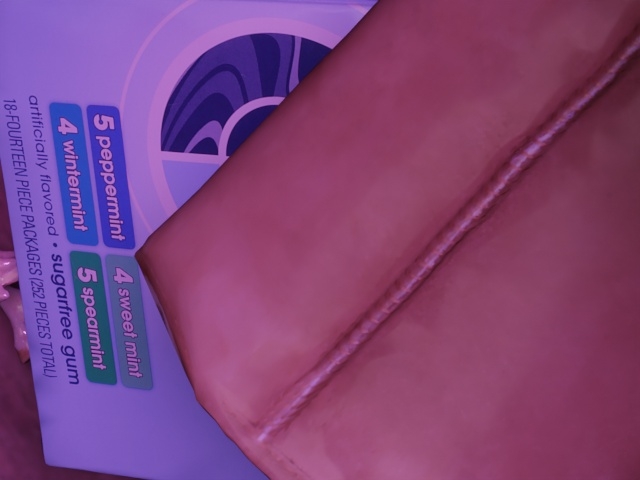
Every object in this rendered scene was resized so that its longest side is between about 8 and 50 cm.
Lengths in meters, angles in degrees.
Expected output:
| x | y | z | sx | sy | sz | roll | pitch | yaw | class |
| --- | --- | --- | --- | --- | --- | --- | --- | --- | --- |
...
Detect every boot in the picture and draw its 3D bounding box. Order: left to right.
| x | y | z | sx | sy | sz | roll | pitch | yaw | class |
| --- | --- | --- | --- | --- | --- | --- | --- | --- | --- |
| 0.045 | -0.074 | 0.405 | 0.236 | 0.089 | 0.269 | 45 | 112 | 6 | boot |

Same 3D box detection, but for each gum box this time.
| x | y | z | sx | sy | sz | roll | pitch | yaw | class |
| --- | --- | --- | --- | --- | --- | --- | --- | --- | --- |
| 0.000 | 0.000 | 0.526 | 0.184 | 0.041 | 0.157 | 5 | 115 | 22 | gum box |

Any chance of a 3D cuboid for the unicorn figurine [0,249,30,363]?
| x | y | z | sx | sy | sz | roll | pitch | yaw | class |
| --- | --- | --- | --- | --- | --- | --- | --- | --- | --- |
| -0.162 | 0.031 | 0.610 | 0.111 | 0.060 | 0.162 | 42 | 107 | 0 | unicorn figurine |
